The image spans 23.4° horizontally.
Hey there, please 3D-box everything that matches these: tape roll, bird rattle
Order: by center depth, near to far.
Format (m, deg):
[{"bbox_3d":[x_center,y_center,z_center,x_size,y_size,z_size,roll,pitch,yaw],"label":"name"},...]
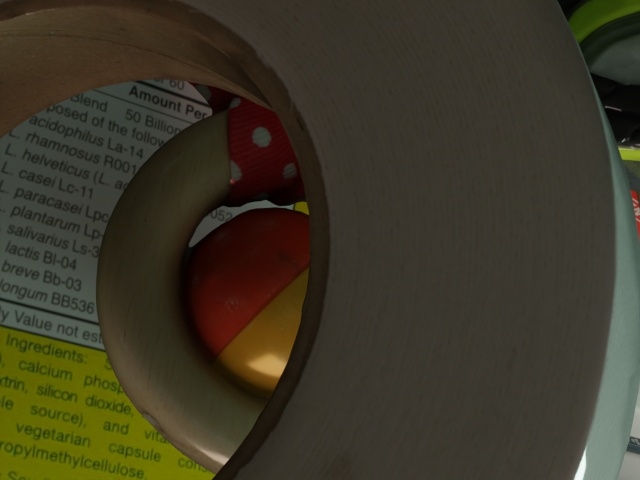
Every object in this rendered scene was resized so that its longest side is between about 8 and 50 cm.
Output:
[{"bbox_3d":[-0.084,0.021,0.535,0.392,0.392,0.072,2,163,19],"label":"tape roll"},{"bbox_3d":[0.000,0.000,0.653,0.253,0.207,0.143,50,157,-9],"label":"bird rattle"}]

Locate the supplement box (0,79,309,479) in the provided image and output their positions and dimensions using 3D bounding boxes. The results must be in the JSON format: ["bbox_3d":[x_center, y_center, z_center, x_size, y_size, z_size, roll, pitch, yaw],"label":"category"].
[{"bbox_3d":[-0.138,0.061,0.749,0.194,0.357,0.195,18,161,-31],"label":"supplement box"}]

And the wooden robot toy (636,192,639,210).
[{"bbox_3d":[0.207,-0.039,0.821,0.173,0.076,0.079,-1,127,27],"label":"wooden robot toy"}]

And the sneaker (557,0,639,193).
[{"bbox_3d":[0.210,-0.057,0.674,0.300,0.111,0.121,15,171,0],"label":"sneaker"}]

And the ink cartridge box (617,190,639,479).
[{"bbox_3d":[0.203,0.077,1.050,0.296,0.066,0.261,32,155,-23],"label":"ink cartridge box"}]
